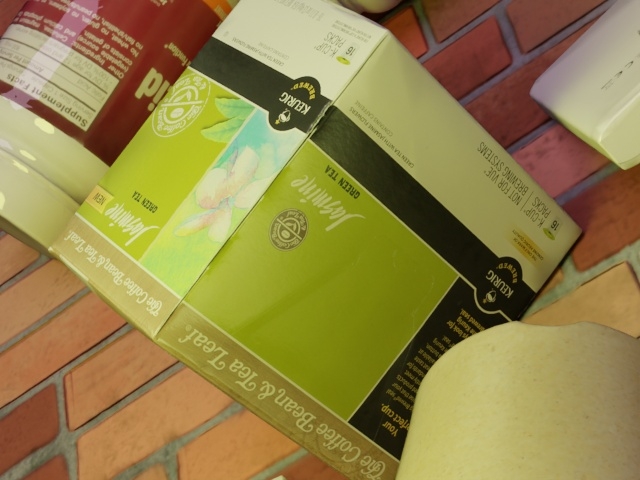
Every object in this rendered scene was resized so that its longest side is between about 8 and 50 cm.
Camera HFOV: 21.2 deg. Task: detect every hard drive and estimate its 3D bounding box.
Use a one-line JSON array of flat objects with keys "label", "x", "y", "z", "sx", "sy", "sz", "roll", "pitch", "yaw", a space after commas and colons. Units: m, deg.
[{"label": "hard drive", "x": 0.304, "y": -0.178, "z": 1.495, "sx": 0.233, "sy": 0.047, "sz": 0.353, "roll": -44, "pitch": 10, "yaw": 6}]

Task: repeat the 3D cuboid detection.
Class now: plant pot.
[{"label": "plant pot", "x": 0.168, "y": 0.234, "z": 1.240, "sx": 0.334, "sy": 0.334, "sz": 0.305, "roll": -25, "pitch": 34, "yaw": 28}]

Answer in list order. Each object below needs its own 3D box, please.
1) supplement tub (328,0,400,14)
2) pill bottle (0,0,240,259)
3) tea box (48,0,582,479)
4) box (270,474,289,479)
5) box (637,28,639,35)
[{"label": "supplement tub", "x": 0.056, "y": -0.406, "z": 1.893, "sx": 0.331, "sy": 0.241, "sz": 0.241, "roll": -48, "pitch": 39, "yaw": 2}, {"label": "pill bottle", "x": -0.283, "y": -0.189, "z": 2.054, "sx": 0.224, "sy": 0.224, "sz": 0.392, "roll": 22, "pitch": 76, "yaw": 50}, {"label": "tea box", "x": 0.000, "y": 0.000, "z": 1.547, "sx": 0.323, "sy": 0.329, "sz": 0.220, "roll": -53, "pitch": 39, "yaw": -5}, {"label": "box", "x": -0.079, "y": 0.328, "z": 1.589, "sx": 0.145, "sy": 0.038, "sz": 0.186, "roll": -27, "pitch": 43, "yaw": 25}, {"label": "box", "x": 0.445, "y": -0.136, "z": 1.265, "sx": 0.279, "sy": 0.290, "sz": 0.177, "roll": -45, "pitch": 39, "yaw": 4}]
